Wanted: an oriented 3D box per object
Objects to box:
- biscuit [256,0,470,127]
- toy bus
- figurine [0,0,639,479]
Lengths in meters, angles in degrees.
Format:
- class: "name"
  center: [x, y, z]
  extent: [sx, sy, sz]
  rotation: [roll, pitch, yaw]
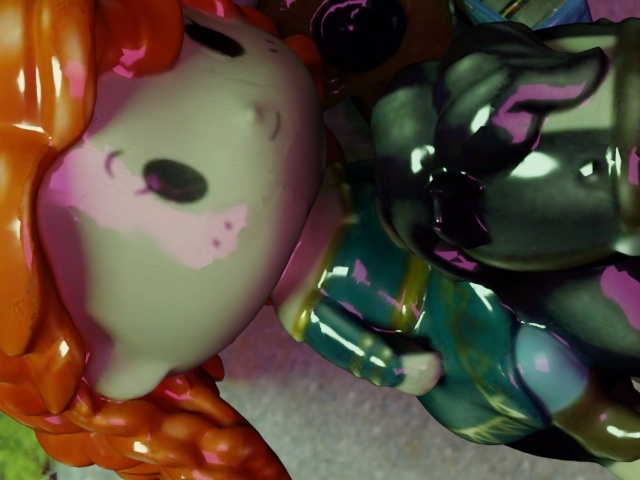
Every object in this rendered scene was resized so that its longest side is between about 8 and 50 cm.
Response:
- class: "biscuit"
  center: [0.038, -0.167, 0.943]
  extent: [0.180, 0.039, 0.236]
  rotation: [9, 99, -24]
- class: "toy bus"
  center: [0.117, -0.082, 0.963]
  extent: [0.051, 0.061, 0.153]
  rotation: [-43, 145, -11]
- class: "figurine"
  center: [0.009, -0.001, 0.814]
  extent: [0.306, 0.412, 0.241]
  rotation: [55, 44, -66]
